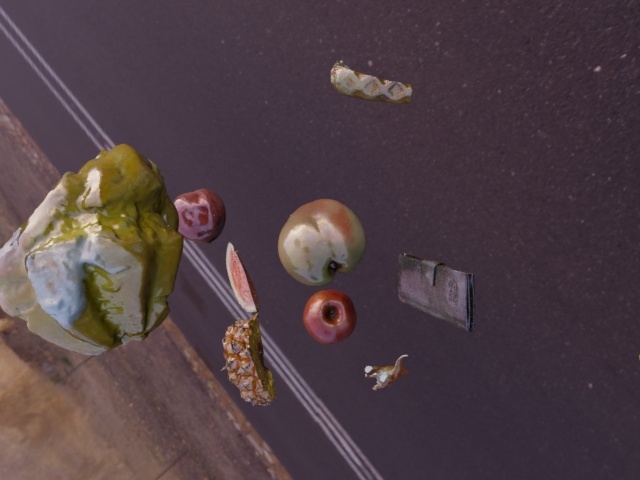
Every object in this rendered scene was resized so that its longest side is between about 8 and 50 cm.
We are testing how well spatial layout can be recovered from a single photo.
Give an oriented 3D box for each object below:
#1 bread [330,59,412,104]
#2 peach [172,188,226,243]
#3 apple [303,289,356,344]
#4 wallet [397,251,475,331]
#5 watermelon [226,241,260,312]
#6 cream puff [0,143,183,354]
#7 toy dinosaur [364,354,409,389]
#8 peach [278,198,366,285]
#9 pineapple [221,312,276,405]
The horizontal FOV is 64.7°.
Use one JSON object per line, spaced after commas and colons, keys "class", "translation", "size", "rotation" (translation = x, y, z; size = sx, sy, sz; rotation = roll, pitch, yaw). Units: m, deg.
{"class": "bread", "translation": [0.138, -0.422, 1.378], "size": [0.232, 0.128, 0.088], "rotation": [17, 112, 4]}
{"class": "peach", "translation": [-0.329, -0.059, 1.371], "size": [0.152, 0.152, 0.152], "rotation": [32, 142, 30]}
{"class": "apple", "translation": [0.039, 0.305, 2.029], "size": [0.218, 0.218, 0.201], "rotation": [50, 166, 5]}
{"class": "wallet", "translation": [0.326, 0.141, 1.467], "size": [0.317, 0.044, 0.169], "rotation": [-160, 64, -63]}
{"class": "watermelon", "translation": [-0.243, 0.125, 1.595], "size": [0.245, 0.063, 0.119], "rotation": [68, 156, 18]}
{"class": "cream puff", "translation": [-0.376, 0.038, 0.906], "size": [0.275, 0.378, 0.378], "rotation": [39, 150, -14]}
{"class": "toy dinosaur", "translation": [0.210, 0.387, 1.447], "size": [0.212, 0.142, 0.057], "rotation": [-30, 53, 39]}
{"class": "peach", "translation": [0.001, 0.000, 1.631], "size": [0.292, 0.292, 0.247], "rotation": [27, 178, 35]}
{"class": "pineapple", "translation": [-0.176, 0.285, 1.207], "size": [0.079, 0.135, 0.233], "rotation": [-27, 70, 16]}
